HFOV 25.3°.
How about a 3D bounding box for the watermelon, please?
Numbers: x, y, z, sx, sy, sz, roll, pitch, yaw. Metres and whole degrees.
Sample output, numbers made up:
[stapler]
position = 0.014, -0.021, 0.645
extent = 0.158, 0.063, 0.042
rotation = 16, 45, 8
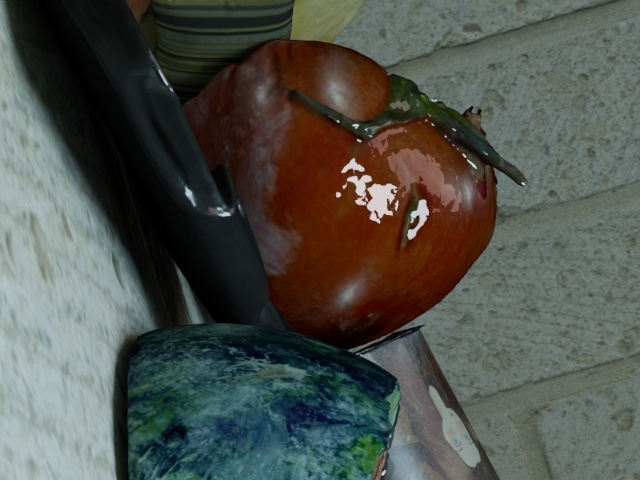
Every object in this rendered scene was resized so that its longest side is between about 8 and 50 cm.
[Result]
[watermelon]
position = -0.015, 0.159, 0.793
extent = 0.318, 0.148, 0.226
rotation = -98, 179, -65

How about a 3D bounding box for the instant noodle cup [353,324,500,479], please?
[instant noodle cup]
position = 0.038, 0.189, 1.071
extent = 0.217, 0.217, 0.207
rotation = 51, 16, -85

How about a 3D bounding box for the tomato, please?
[tomato]
position = 0.002, 0.002, 1.143
extent = 0.170, 0.309, 0.309
rotation = -86, 164, -45

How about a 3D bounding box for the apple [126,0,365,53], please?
[apple]
position = -0.085, -0.255, 1.220
extent = 0.163, 0.251, 0.293
rotation = 52, -3, 19

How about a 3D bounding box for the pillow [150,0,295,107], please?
[pillow]
position = -0.079, -0.141, 1.137
extent = 0.203, 0.113, 0.038
rotation = 101, -12, -62

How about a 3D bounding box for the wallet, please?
[wallet]
position = -0.096, -0.049, 0.891
extent = 0.197, 0.051, 0.377
rotation = 52, -9, 35
